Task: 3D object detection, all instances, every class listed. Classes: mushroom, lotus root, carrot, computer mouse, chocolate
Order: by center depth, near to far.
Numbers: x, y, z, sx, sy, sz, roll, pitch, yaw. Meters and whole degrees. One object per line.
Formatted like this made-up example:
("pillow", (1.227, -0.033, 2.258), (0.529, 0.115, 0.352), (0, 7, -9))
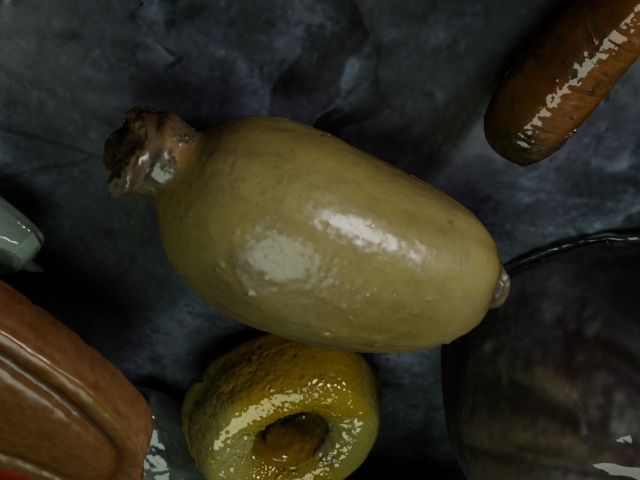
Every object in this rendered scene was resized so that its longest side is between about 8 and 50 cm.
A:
("carrot", (0.163, -0.118, 0.697), (0.060, 0.060, 0.186), (21, 130, -22))
("lotus root", (-0.001, 0.003, 0.789), (0.303, 0.131, 0.146), (21, 135, -21))
("computer mouse", (-0.270, -0.023, 0.826), (0.181, 0.056, 0.089), (26, 153, -35))
("chocolate", (0.243, 0.165, 0.916), (0.303, 0.213, 0.303), (2, 141, 2))
("mushroom", (-0.105, 0.209, 1.082), (0.223, 0.092, 0.081), (30, 177, -25))

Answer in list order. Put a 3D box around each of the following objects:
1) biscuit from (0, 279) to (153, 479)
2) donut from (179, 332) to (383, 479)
("biscuit", (-0.320, 0.158, 0.978), (0.349, 0.078, 0.455), (21, 141, -10))
("donut", (-0.031, 0.158, 0.990), (0.178, 0.065, 0.162), (-37, 122, 13))
